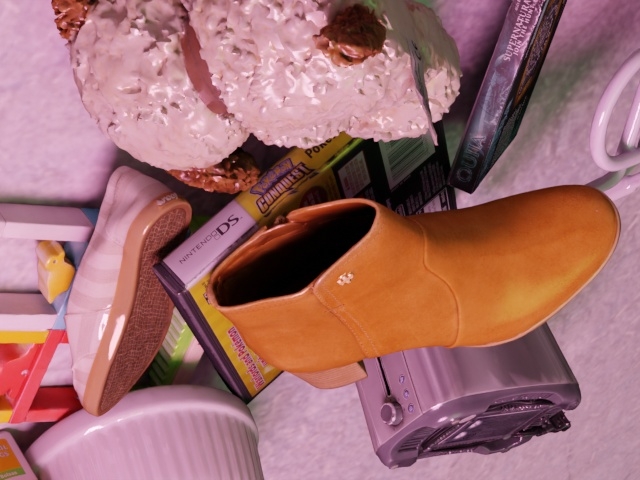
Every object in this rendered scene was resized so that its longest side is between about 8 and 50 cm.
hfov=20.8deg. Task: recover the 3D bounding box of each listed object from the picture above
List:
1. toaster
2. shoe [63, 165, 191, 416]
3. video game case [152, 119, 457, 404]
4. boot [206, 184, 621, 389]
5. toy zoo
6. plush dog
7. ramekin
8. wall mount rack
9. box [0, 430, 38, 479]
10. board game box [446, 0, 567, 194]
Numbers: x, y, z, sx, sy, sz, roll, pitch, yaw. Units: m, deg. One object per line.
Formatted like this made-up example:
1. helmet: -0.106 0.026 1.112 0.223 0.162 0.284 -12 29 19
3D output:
1. toaster: 0.126 0.107 1.540 0.227 0.146 0.129 -3 152 -39
2. shoe: -0.149 0.039 1.297 0.076 0.058 0.219 -31 149 -48
3. video game case: 0.000 0.000 1.374 0.248 0.035 0.275 -41 158 -9
4. boot: 0.075 0.013 1.279 0.295 0.104 0.211 -27 154 5
5. toy zoo: -0.202 0.059 1.334 0.293 0.030 0.192 2 125 -41
6. plush dog: -0.055 -0.125 1.141 0.225 0.211 0.262 -20 117 20
7. ramekin: -0.139 0.219 1.435 0.207 0.109 0.207 -16 147 -10
8. wall mount rack: 0.277 -0.115 1.469 0.350 0.130 0.304 -18 133 -44
9. box: -0.257 0.258 1.340 0.114 0.203 0.103 -10 132 -31
10. board game box: 0.157 -0.141 1.396 0.126 0.026 0.186 -48 160 -55
